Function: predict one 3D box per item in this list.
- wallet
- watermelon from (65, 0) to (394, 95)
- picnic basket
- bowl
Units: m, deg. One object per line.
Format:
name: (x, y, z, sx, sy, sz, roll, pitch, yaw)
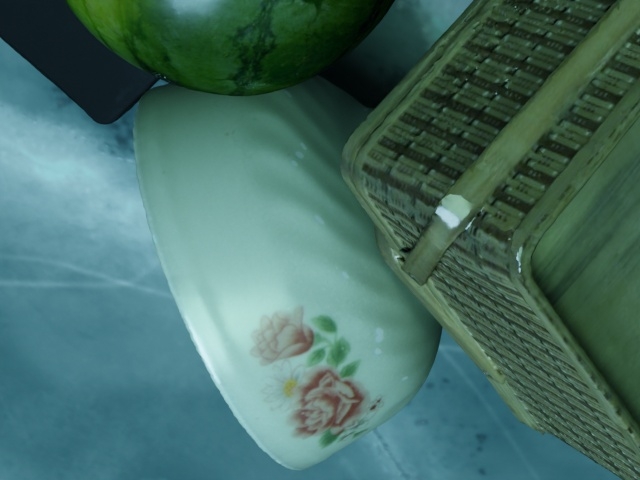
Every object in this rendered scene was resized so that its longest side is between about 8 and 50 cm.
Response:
wallet: (-0.199, -0.199, 1.149, 0.250, 0.044, 0.149, 41, 128, -11)
watermelon: (-0.053, -0.209, 0.980, 0.242, 0.242, 0.242, 8, 123, 12)
picnic basket: (0.179, -0.017, 0.978, 0.175, 0.228, 0.313, 30, 165, 47)
bowl: (0.000, 0.000, 1.089, 0.145, 0.277, 0.277, -21, 114, 14)
